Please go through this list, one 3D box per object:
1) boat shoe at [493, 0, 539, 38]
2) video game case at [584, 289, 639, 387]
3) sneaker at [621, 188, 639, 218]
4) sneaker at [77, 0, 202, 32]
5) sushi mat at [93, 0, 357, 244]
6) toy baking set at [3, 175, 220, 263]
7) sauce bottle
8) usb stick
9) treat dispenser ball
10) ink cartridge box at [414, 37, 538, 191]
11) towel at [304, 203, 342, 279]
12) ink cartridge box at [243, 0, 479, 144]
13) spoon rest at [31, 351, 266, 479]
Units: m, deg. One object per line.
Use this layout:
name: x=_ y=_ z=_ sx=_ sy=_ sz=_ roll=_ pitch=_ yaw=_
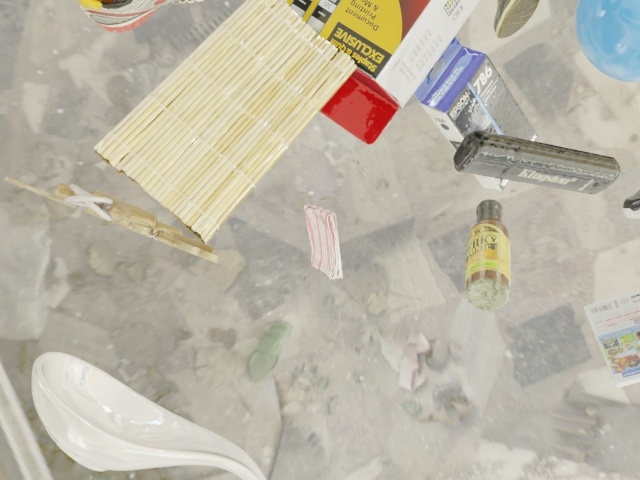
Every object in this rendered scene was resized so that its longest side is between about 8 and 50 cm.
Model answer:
boat shoe: x=0.392 y=-0.502 z=1.486 sx=0.080 sy=0.223 sz=0.073 roll=-21 pitch=64 yaw=-19
video game case: x=0.383 y=0.116 z=0.915 sx=0.087 sy=0.122 sz=0.011 roll=-19 pitch=132 yaw=13
sneaker: x=0.711 y=-0.160 z=1.525 sx=0.268 sy=0.101 sz=0.153 roll=-34 pitch=90 yaw=37
sneaker: x=-0.197 y=-0.330 z=0.926 sx=0.225 sy=0.093 sz=0.088 roll=-27 pitch=87 yaw=9
sushi mat: x=-0.092 y=-0.153 z=0.836 sx=0.151 sy=0.019 sz=0.316 roll=38 pitch=61 yaw=-3
toy baking set: x=-0.219 y=-0.031 z=0.833 sx=0.256 sy=0.197 sz=0.030 roll=23 pitch=85 yaw=-25
sauce bottle: x=0.426 y=0.024 z=1.910 sx=0.111 sy=0.344 sz=0.111 roll=6 pitch=130 yaw=7
usb stick: x=0.332 y=-0.116 z=1.145 sx=0.278 sy=0.077 sz=0.045 roll=7 pitch=50 yaw=-22
treat dispenser ball: x=0.704 y=-0.489 z=1.630 sx=0.288 sy=0.288 sz=0.288 roll=0 pitch=93 yaw=5
ink cartridge box: x=0.332 y=-0.267 z=1.589 sx=0.333 sy=0.065 sz=0.165 roll=43 pitch=77 yaw=-35
towel: x=0.000 y=0.000 z=1.625 sx=0.029 sy=0.197 sz=0.144 roll=-9 pitch=101 yaw=-15
ink cartridge box: x=0.021 y=-0.331 z=1.052 sx=0.309 sy=0.130 sz=0.272 roll=38 pitch=97 yaw=24
spoon rest: x=-0.140 y=0.188 z=0.670 sx=0.276 sy=0.137 sz=0.084 roll=44 pitch=88 yaw=-13
